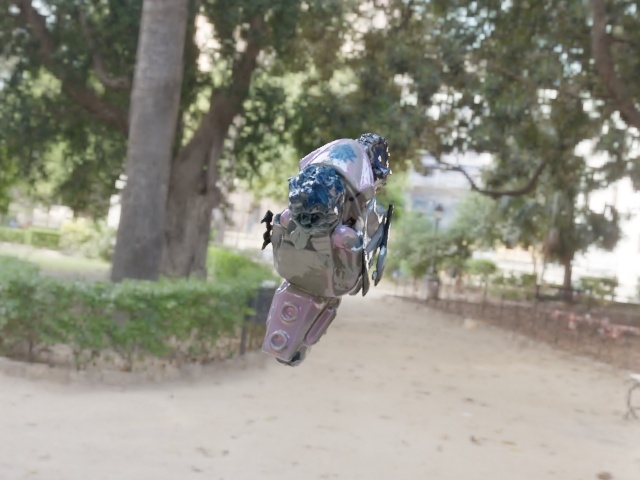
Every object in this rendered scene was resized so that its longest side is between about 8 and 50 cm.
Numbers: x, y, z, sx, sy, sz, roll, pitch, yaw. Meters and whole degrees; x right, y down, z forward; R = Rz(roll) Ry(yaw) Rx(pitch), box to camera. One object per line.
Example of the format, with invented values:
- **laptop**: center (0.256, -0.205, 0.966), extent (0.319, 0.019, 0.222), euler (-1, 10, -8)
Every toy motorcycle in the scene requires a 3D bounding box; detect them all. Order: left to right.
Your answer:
- **toy motorcycle**: center (-0.006, -0.002, 0.881), extent (0.108, 0.239, 0.204), euler (5, -8, 15)
